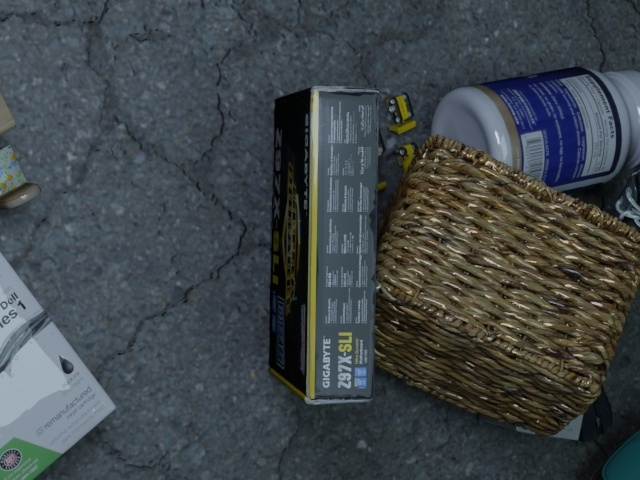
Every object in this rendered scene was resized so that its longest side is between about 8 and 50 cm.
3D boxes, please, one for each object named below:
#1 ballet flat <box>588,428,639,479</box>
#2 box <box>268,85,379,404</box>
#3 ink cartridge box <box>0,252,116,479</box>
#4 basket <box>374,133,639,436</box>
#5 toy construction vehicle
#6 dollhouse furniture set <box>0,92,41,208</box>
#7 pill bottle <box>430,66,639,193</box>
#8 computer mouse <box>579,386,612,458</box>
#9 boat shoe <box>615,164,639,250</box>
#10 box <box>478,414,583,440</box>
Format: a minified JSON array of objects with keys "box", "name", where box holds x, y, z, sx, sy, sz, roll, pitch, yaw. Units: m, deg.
[{"box":[0.386,0.349,1.970,0.348,0.123,0.123,-41,110,-10],"name":"ballet flat"},{"box":[0.000,0.000,1.673,0.079,0.257,0.322,1,93,-9],"name":"box"},{"box":[-0.344,0.134,1.590,0.160,0.092,0.219,-42,111,-21],"name":"ink cartridge box"},{"box":[0.195,0.061,1.788,0.299,0.213,0.223,24,63,0],"name":"basket"},{"box":[0.079,-0.117,1.845,0.086,0.035,0.098,-30,109,-35],"name":"toy construction vehicle"},{"box":[-0.411,-0.091,1.505,0.242,0.161,0.212,-31,106,-23],"name":"dollhouse furniture set"},{"box":[0.280,-0.129,1.880,0.264,0.153,0.153,-12,98,-28],"name":"pill bottle"},{"box":[0.367,0.264,2.009,0.071,0.041,0.242,-35,108,-23],"name":"computer mouse"},{"box":[0.417,-0.032,1.901,0.099,0.319,0.116,-32,68,-6],"name":"boat shoe"},{"box":[0.267,0.188,1.924,0.101,0.087,0.102,12,86,-28],"name":"box"}]
